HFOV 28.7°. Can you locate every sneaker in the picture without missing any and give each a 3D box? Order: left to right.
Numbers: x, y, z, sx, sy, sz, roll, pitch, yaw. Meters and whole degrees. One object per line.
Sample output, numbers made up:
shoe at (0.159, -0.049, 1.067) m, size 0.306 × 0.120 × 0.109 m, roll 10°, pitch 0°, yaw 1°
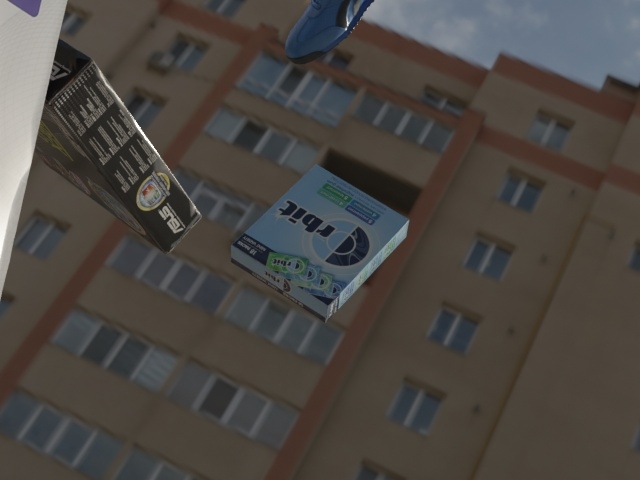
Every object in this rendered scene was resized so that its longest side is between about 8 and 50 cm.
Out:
sneaker at (0.025, -0.286, 1.366) m, size 0.082 × 0.209 × 0.069 m, roll 39°, pitch 12°, yaw -39°

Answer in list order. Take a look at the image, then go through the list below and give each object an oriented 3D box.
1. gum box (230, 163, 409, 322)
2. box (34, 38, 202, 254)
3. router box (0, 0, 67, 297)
gum box at (0.000, 0.000, 1.638) m, size 0.157 × 0.184 × 0.041 m, roll 32°, pitch -34°, yaw 20°
box at (-0.253, -0.121, 1.251) m, size 0.216 × 0.060 × 0.270 m, roll 35°, pitch -14°, yaw 32°
router box at (-0.189, -0.084, 0.309) m, size 0.082 × 0.301 × 0.335 m, roll 6°, pitch -10°, yaw 21°
